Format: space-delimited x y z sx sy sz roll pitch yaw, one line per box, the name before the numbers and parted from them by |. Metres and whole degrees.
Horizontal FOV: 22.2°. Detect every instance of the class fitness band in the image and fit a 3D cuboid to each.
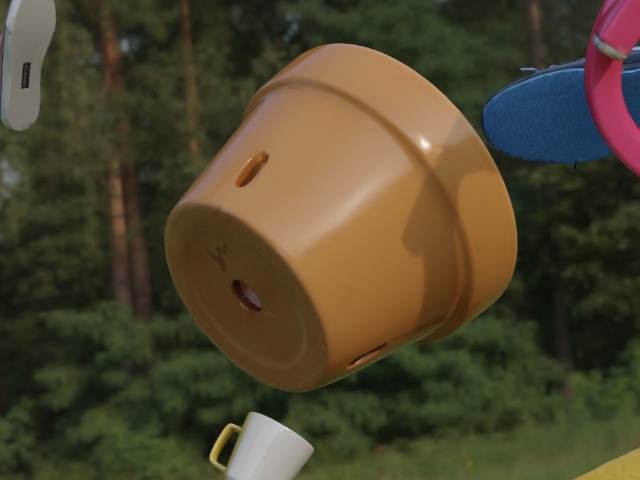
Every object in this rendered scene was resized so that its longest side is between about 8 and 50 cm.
fitness band | 0.322 -0.159 1.185 0.209 0.291 0.054 30 20 -12

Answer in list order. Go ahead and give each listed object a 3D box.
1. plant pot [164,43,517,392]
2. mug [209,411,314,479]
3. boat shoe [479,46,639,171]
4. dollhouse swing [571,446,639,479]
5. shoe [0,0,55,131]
plant pot | 0.000 0.000 1.454 0.203 0.291 0.291 -39 11 -32
mug | -0.050 0.183 1.333 0.062 0.064 0.078 35 -16 -16
boat shoe | 0.274 -0.126 1.522 0.258 0.109 0.089 -7 14 -3
dollhouse swing | 0.374 0.275 1.287 0.347 0.315 0.305 -21 -44 -18
shoe | -0.360 -0.221 1.886 0.081 0.178 0.063 27 26 36
